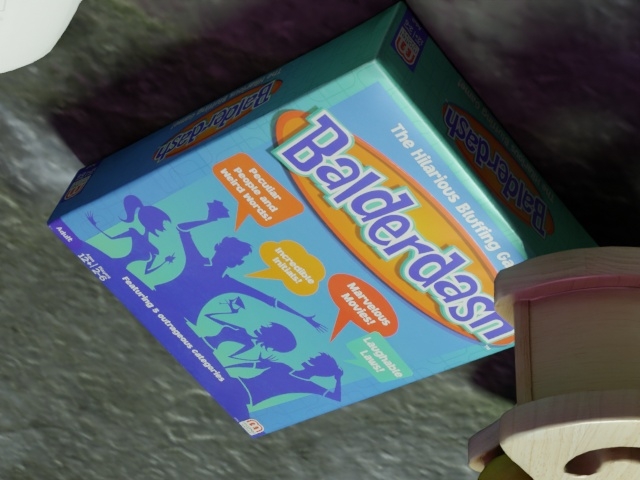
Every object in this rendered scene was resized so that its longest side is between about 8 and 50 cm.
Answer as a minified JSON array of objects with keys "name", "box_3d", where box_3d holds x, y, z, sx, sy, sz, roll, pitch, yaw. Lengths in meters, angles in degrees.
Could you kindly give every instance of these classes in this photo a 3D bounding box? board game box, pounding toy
[{"name":"board game box","box_3d":[0.000,0.000,0.825,0.210,0.047,0.160,-24,118,37]},{"name":"pounding toy","box_3d":[0.133,0.106,0.744,0.154,0.155,0.269,10,149,-16]}]

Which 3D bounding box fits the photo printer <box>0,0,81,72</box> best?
[{"name":"photo printer","box_3d":[-0.219,-0.192,0.674,0.307,0.107,0.256,20,149,4]}]
